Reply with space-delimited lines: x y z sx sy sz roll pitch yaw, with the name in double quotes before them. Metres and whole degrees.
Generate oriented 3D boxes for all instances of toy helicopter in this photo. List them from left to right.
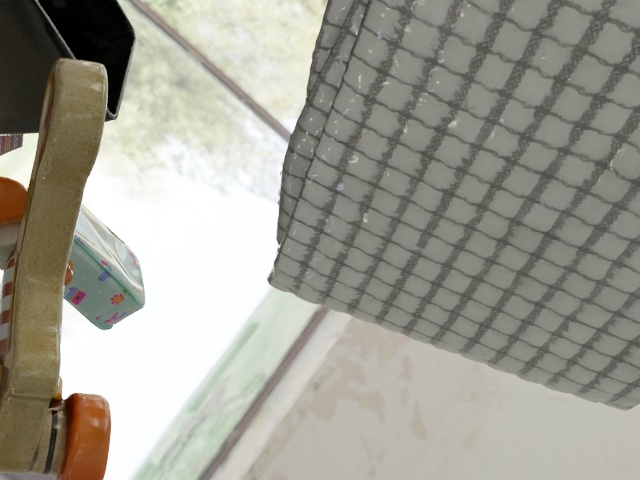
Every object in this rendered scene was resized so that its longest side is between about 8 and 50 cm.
"toy helicopter" -0.217 0.016 0.751 0.235 0.140 0.355 -111 -144 -52

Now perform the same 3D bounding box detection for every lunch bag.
"lunch bag" -0.438 0.023 1.757 0.108 0.279 0.224 -37 -146 4

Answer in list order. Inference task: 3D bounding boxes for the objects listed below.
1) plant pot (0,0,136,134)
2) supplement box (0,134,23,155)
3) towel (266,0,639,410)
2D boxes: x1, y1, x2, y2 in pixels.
"plant pot" -0.315 -0.215 0.987 0.167 0.188 0.187 -18 -142 12
"supplement box" -0.518 -0.157 1.370 0.188 0.104 0.080 -44 150 -59
"towel" 0.108 -0.049 0.483 0.283 0.235 0.121 109 3 -53
